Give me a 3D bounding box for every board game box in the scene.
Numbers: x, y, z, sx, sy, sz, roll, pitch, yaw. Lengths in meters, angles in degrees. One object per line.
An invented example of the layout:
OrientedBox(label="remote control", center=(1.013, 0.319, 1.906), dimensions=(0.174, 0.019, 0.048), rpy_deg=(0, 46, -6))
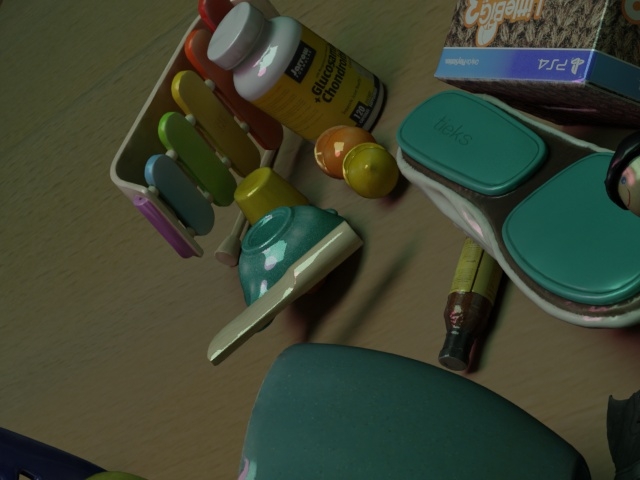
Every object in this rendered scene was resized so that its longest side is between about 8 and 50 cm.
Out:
OrientedBox(label="board game box", center=(0.246, -0.247, 1.394), dimensions=(0.232, 0.141, 0.291), rpy_deg=(13, 86, 63))

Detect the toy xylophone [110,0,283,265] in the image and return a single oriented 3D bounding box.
OrientedBox(label="toy xylophone", center=(-0.111, -0.117, 1.906), dimensions=(0.081, 0.236, 0.323), rpy_deg=(-1, 59, 39))

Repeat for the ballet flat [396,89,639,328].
OrientedBox(label="ballet flat", center=(0.188, -0.009, 1.318), dimensions=(0.139, 0.139, 0.400), rpy_deg=(-55, 30, 5))

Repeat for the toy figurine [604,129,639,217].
OrientedBox(label="toy figurine", center=(0.305, -0.027, 1.022), dimensions=(0.213, 0.209, 0.148), rpy_deg=(-46, 38, 24))

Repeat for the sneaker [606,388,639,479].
OrientedBox(label="sneaker", center=(0.228, 0.130, 1.130), dimensions=(0.170, 0.051, 0.089), rpy_deg=(117, 165, -69))

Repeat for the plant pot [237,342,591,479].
OrientedBox(label="plant pot", center=(0.081, 0.211, 1.138), dimensions=(0.195, 0.290, 0.290), rpy_deg=(-3, 49, 17))

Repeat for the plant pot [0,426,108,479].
OrientedBox(label="plant pot", center=(-0.376, 0.353, 1.820), dimensions=(0.236, 0.236, 0.212), rpy_deg=(-43, 35, 29))

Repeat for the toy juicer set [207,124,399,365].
OrientedBox(label="toy juicer set", center=(0.000, 0.000, 1.716), dimensions=(0.209, 0.089, 0.329), rpy_deg=(-32, 24, 21))

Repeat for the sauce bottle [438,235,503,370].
OrientedBox(label="sauce bottle", center=(0.129, 0.051, 1.456), dimensions=(0.042, 0.042, 0.128), rpy_deg=(-20, 43, 53))

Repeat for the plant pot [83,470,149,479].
OrientedBox(label="plant pot", center=(-0.228, 0.361, 1.536), dimensions=(0.275, 0.275, 0.293), rpy_deg=(-32, 19, 43))

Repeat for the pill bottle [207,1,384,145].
OrientedBox(label="pill bottle", center=(-0.029, -0.179, 1.845), dimensions=(0.103, 0.184, 0.103), rpy_deg=(-42, 29, 30))
